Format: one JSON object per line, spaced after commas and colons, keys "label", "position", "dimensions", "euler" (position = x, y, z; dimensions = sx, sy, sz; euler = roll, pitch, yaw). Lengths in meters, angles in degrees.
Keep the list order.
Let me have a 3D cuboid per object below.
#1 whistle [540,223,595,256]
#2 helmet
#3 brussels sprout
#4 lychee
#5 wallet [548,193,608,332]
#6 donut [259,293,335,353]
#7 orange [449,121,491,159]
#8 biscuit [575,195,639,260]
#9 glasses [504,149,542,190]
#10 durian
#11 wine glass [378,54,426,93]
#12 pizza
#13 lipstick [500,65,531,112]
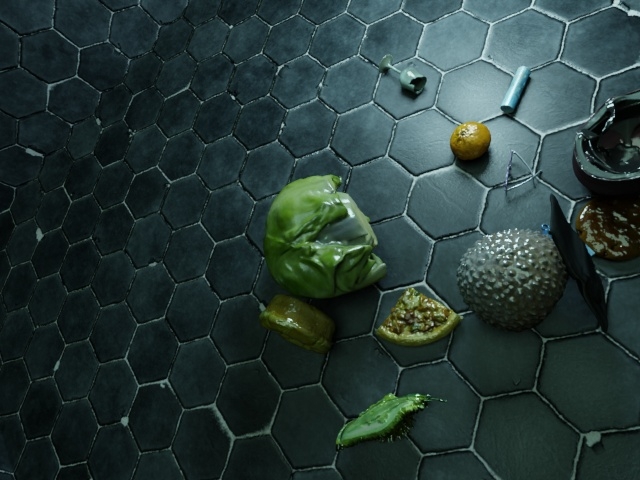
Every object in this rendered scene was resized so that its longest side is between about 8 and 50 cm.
{"label": "whistle", "position": [0.715, 0.010, 1.234], "dimensions": [0.090, 0.090, 0.158], "euler": [-37, 64, 8]}
{"label": "helmet", "position": [0.887, -0.256, 1.181], "dimensions": [0.338, 0.197, 0.271], "euler": [-39, 55, 1]}
{"label": "brussels sprout", "position": [-0.011, 0.012, 1.404], "dimensions": [0.360, 0.342, 0.426], "euler": [-32, 62, 14]}
{"label": "lychee", "position": [0.535, 0.102, 1.169], "dimensions": [0.299, 0.300, 0.300], "euler": [-7, 71, 21]}
{"label": "wallet", "position": [0.674, 0.053, 1.086], "dimensions": [0.041, 0.247, 0.323], "euler": [-29, 101, 37]}
{"label": "donut", "position": [-0.064, 0.279, 1.387], "dimensions": [0.208, 0.261, 0.128], "euler": [-1, 59, 51]}
{"label": "orange", "position": [0.509, -0.341, 1.415], "dimensions": [0.135, 0.117, 0.136], "euler": [-4, 79, 20]}
{"label": "biscuit", "position": [0.865, -0.042, 1.212], "dimensions": [0.212, 0.036, 0.212], "euler": [-7, 71, 20]}
{"label": "glasses", "position": [0.658, -0.219, 1.344], "dimensions": [0.103, 0.062, 0.140], "euler": [12, 80, 25]}
{"label": "durian", "position": [0.208, 0.546, 1.268], "dimensions": [0.375, 0.106, 0.132], "euler": [-33, 62, 12]}
{"label": "wine glass", "position": [0.319, -0.644, 1.615], "dimensions": [0.079, 0.079, 0.195], "euler": [-47, 61, 3]}
{"label": "pizza", "position": [0.309, 0.241, 1.350], "dimensions": [0.291, 0.058, 0.197], "euler": [-11, 69, 20]}
{"label": "lipstick", "position": [0.676, -0.522, 1.439], "dimensions": [0.048, 0.048, 0.158], "euler": [23, 83, 27]}
